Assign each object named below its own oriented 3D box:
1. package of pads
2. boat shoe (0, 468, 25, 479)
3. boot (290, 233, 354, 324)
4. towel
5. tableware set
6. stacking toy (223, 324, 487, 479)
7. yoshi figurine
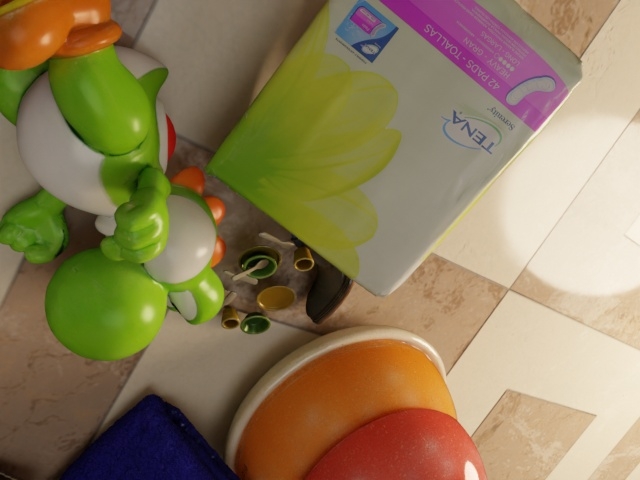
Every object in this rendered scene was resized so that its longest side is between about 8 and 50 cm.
[{"bbox_3d":[0.069,-0.116,0.598,0.229,0.101,0.296,38,106,-9],"label":"package of pads"},{"bbox_3d":[-0.416,0.228,0.606,0.342,0.123,0.123,32,101,-32],"label":"boat shoe"},{"bbox_3d":[0.000,0.000,0.738,0.106,0.082,0.219,20,118,-10],"label":"boot"},{"bbox_3d":[-0.238,0.362,0.734,0.308,0.076,0.227,-44,86,0],"label":"towel"},{"bbox_3d":[-0.066,0.058,0.714,0.104,0.024,0.154,23,127,-32],"label":"tableware set"},{"bbox_3d":[0.112,0.362,0.740,0.351,0.480,0.350,-14,124,-21],"label":"stacking toy"},{"bbox_3d":[-0.202,-0.025,0.534,0.203,0.203,0.362,-19,130,2],"label":"yoshi figurine"}]
